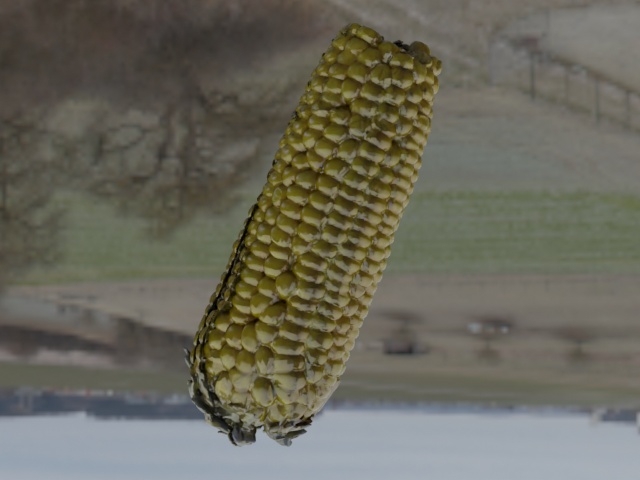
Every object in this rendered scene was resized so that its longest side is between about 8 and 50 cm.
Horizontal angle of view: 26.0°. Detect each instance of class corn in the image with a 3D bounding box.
[{"bbox_3d":[0.000,0.000,0.993,0.115,0.317,0.115,23,-175,-2],"label":"corn"}]
